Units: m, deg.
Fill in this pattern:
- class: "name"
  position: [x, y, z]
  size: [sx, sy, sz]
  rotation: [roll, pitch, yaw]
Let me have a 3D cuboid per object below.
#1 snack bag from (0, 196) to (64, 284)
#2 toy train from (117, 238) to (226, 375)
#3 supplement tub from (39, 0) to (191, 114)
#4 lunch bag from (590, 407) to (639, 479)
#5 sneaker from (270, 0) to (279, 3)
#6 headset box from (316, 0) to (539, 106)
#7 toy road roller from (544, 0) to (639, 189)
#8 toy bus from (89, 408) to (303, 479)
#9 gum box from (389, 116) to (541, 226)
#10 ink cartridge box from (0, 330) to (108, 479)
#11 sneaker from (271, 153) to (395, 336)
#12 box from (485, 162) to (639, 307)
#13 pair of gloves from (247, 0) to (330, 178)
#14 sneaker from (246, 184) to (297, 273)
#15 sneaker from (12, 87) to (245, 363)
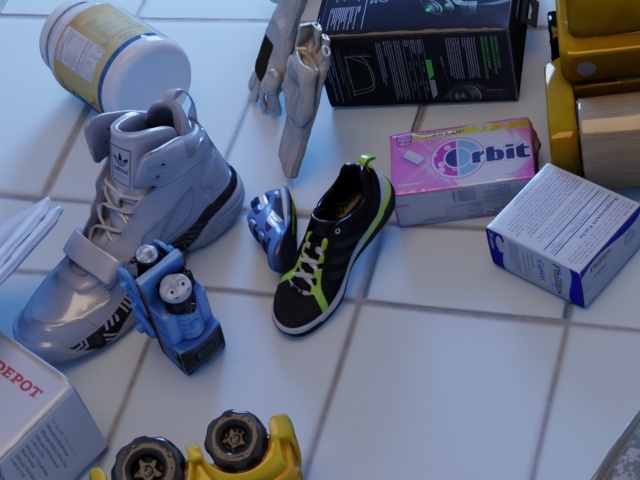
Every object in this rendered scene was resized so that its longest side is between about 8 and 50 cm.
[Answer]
- class: "snack bag"
  position: [-0.487, 0.101, 1.636]
  size: [0.323, 0.037, 0.342]
  rotation: [-24, 23, 37]
- class: "toy train"
  position: [-0.172, 0.076, 1.622]
  size: [0.080, 0.184, 0.105]
  rotation: [-40, 62, -20]
- class: "supplement tub"
  position: [-0.293, -0.253, 1.965]
  size: [0.144, 0.144, 0.200]
  rotation: [-40, 51, -19]
- class: "lunch bag"
  position: [0.338, 0.319, 1.269]
  size: [0.235, 0.169, 0.287]
  rotation: [25, 56, 32]
- class: "sneaker"
  position: [0.019, -0.489, 2.090]
  size: [0.148, 0.131, 0.350]
  rotation: [4, 51, 25]
- class: "headset box"
  position: [0.155, -0.316, 1.901]
  size: [0.283, 0.131, 0.246]
  rotation: [-1, 49, 15]
- class: "toy road roller"
  position: [0.372, -0.243, 1.700]
  size: [0.203, 0.240, 0.329]
  rotation: [-6, 49, 12]
- class: "toy bus"
  position: [-0.108, 0.304, 1.438]
  size: [0.220, 0.149, 0.211]
  rotation: [-18, 60, -3]
- class: "gum box"
  position: [0.184, -0.087, 1.737]
  size: [0.188, 0.062, 0.107]
  rotation: [-7, 49, 10]
- class: "ink cartridge box"
  position: [-0.433, 0.255, 1.570]
  size: [0.223, 0.129, 0.307]
  rotation: [28, 62, 35]
- class: "sneaker"
  position: [0.000, 0.000, 1.660]
  size: [0.084, 0.097, 0.234]
  rotation: [25, 81, 33]
- class: "box"
  position: [0.288, -0.007, 1.631]
  size: [0.137, 0.072, 0.126]
  rotation: [29, 62, 35]
- class: "pair of gloves"
  position: [-0.044, -0.223, 1.839]
  size: [0.042, 0.204, 0.240]
  rotation: [4, 40, -19]
- class: "sneaker"
  position: [-0.062, -0.009, 1.750]
  size: [0.059, 0.053, 0.144]
  rotation: [-9, 40, 7]
- class: "sneaker"
  position: [-0.259, -0.026, 1.712]
  size: [0.137, 0.210, 0.366]
  rotation: [30, 63, 35]
